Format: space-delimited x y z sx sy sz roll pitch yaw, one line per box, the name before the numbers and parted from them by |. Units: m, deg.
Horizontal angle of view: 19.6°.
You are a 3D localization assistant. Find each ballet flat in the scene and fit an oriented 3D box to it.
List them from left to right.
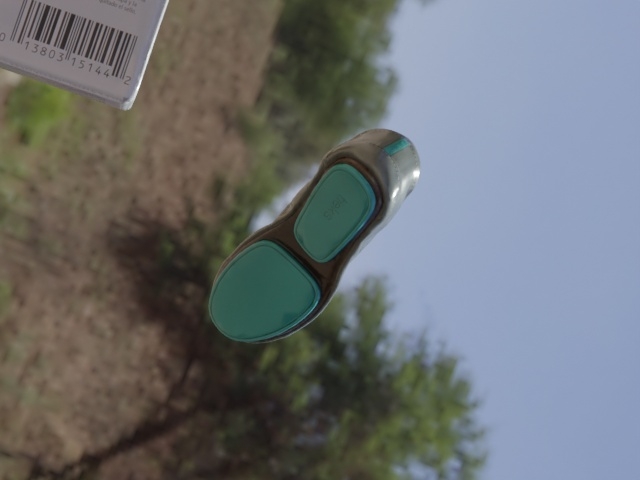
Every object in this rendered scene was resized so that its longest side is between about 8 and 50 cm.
ballet flat | 0.000 0.000 1.233 0.068 0.072 0.213 -37 174 -45

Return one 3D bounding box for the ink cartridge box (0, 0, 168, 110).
ink cartridge box | -0.231 -0.262 1.305 0.066 0.296 0.261 172 -63 -83
